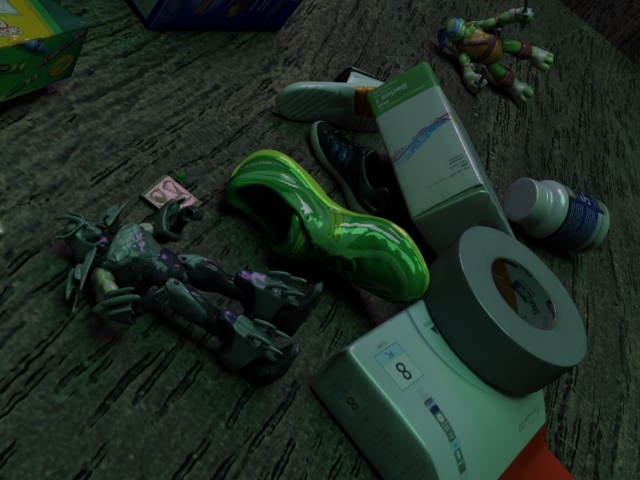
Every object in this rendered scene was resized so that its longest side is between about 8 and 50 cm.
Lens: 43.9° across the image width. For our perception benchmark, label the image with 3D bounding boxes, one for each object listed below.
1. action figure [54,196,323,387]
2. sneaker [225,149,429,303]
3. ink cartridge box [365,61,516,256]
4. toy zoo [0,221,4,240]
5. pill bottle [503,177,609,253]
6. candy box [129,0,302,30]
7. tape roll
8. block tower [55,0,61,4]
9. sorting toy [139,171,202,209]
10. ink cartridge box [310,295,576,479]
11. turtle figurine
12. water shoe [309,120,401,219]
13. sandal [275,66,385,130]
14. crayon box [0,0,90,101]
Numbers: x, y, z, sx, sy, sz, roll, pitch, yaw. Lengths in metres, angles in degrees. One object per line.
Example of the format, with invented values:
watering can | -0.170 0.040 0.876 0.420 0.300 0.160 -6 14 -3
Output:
action figure | -0.148 0.039 0.845 0.285 0.099 0.185 28 46 -12
sneaker | 0.000 0.000 1.022 0.296 0.109 0.123 33 39 9
ink cartridge box | 0.190 -0.106 1.239 0.201 0.117 0.278 47 22 -48
toy zoo | -0.460 -0.069 0.719 0.293 0.030 0.192 -3 54 -45
pill bottle | 0.436 -0.050 1.480 0.187 0.112 0.112 17 42 -31
candy box | -0.121 -0.463 1.257 0.317 0.268 0.122 -16 68 -51
tape roll | 0.241 0.087 1.034 0.219 0.072 0.219 27 36 -22
block tower | -0.407 -0.443 1.117 0.097 0.091 0.335 18 41 -31
sorting toy | -0.179 -0.056 0.987 0.062 0.012 0.083 36 38 0
ink cartridge box | 0.210 0.245 0.968 0.385 0.091 0.308 49 35 14
turtle figurine | 0.418 -0.413 1.785 0.266 0.275 0.197 20 74 -34
water shoe | 0.058 -0.121 1.222 0.073 0.080 0.203 -4 55 -46
sandal | 0.032 -0.247 1.315 0.265 0.102 0.076 1 55 -41
crayon box | -0.402 -0.223 0.858 0.165 0.081 0.278 33 30 3
